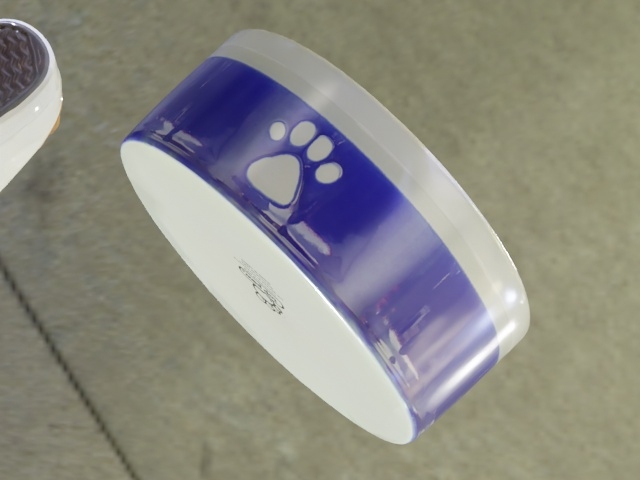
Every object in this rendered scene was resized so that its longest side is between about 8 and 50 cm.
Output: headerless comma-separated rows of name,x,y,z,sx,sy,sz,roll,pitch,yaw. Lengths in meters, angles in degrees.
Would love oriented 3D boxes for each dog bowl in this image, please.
dog bowl,0.000,0.000,1.150,0.104,0.265,0.265,-43,107,-13

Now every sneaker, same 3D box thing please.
sneaker,-0.293,-0.027,1.248,0.290,0.123,0.106,-34,72,-11
